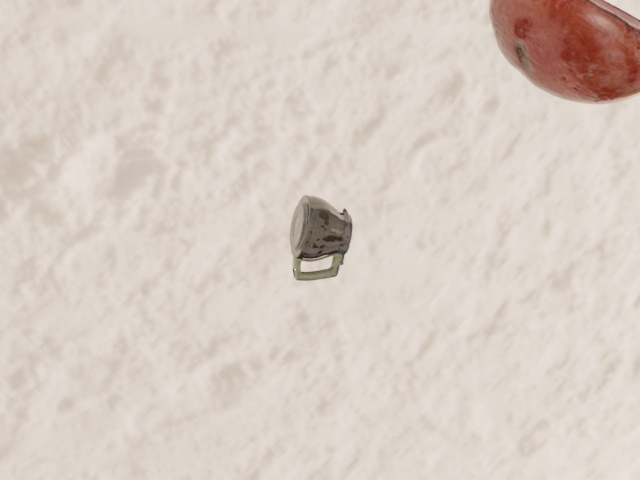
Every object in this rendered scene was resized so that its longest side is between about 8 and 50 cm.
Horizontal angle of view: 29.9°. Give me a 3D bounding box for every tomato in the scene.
[{"bbox_3d":[0.238,-0.181,1.121,0.189,0.173,0.099,-2,125,-59],"label":"tomato"}]

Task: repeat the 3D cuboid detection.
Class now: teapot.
[{"bbox_3d":[0.000,0.000,1.222,0.057,0.066,0.088,9,96,-15],"label":"teapot"}]
